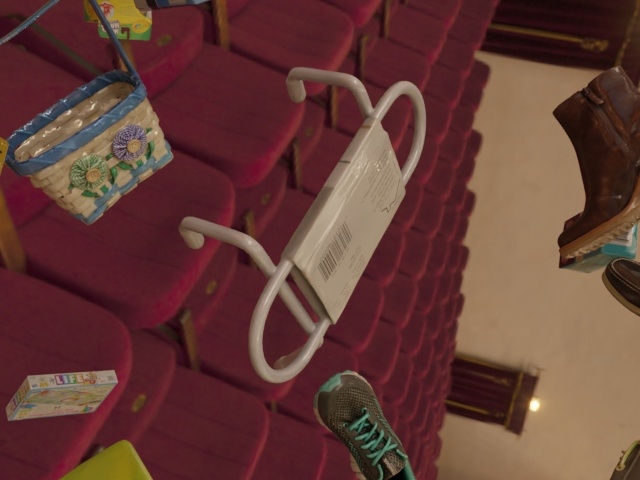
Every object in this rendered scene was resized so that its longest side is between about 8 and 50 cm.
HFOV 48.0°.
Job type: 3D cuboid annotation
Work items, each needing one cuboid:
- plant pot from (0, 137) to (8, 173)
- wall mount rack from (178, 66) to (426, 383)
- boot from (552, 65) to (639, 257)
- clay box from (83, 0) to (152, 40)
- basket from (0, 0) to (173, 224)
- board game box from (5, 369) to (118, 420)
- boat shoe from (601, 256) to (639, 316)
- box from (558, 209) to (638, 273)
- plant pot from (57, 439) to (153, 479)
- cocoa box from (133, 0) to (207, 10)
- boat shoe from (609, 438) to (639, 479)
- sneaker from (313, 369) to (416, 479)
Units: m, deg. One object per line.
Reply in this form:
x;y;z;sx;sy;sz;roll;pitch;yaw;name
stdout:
-0.472;-0.110;0.976;0.081;0.083;0.081;36;39;-41;plant pot
0.000;0.000;0.768;0.350;0.130;0.304;-59;145;-25;wall mount rack
0.415;-0.115;1.083;0.248;0.207;0.090;-40;158;14;boot
-0.393;-0.502;1.384;0.127;0.053;0.222;-13;108;-48;clay box
-0.374;-0.194;1.082;0.255;0.201;0.289;-42;122;-13;basket
-0.439;0.263;1.222;0.154;0.026;0.103;6;137;-45;board game box
0.450;0.073;0.886;0.080;0.223;0.073;-18;128;-23;boat shoe
0.499;-0.005;1.298;0.244;0.060;0.100;76;24;-81;box
-0.187;0.338;0.558;0.207;0.228;0.227;-24;143;-29;plant pot
-0.128;-0.515;1.096;0.347;0.228;0.231;-29;118;-25;cocoa box
0.402;0.288;0.867;0.305;0.091;0.109;-41;111;-42;boat shoe
0.052;0.193;0.696;0.065;0.076;0.166;-40;124;-13;sneaker
